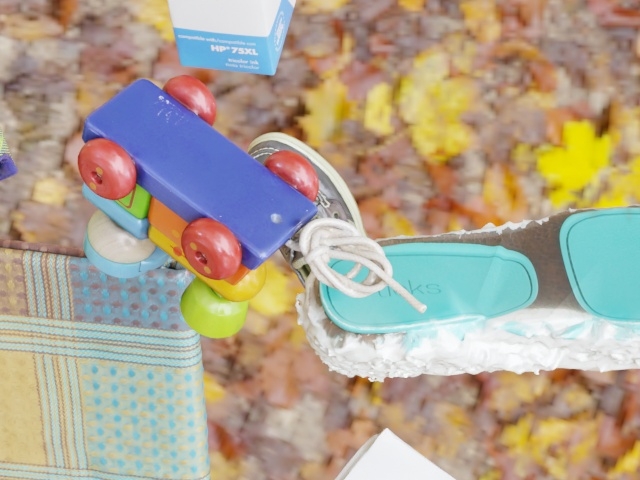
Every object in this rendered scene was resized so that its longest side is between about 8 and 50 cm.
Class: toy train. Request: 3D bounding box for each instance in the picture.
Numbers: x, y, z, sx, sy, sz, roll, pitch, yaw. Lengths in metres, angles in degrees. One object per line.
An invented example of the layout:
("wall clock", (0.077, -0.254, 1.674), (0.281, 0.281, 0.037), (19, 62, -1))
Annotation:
("toy train", (-0.053, 0.016, 1.171), (0.248, 0.143, 0.105), (37, 51, 13))

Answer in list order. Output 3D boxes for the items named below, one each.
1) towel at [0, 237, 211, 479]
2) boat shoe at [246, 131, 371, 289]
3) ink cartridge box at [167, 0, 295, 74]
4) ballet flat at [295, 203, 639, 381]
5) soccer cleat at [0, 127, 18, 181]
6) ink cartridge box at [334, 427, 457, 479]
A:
("towel", (-0.219, 0.158, 1.452), (0.271, 0.040, 0.370), (6, 123, 11))
("boat shoe", (-0.001, 0.001, 1.688), (0.223, 0.080, 0.073), (56, 31, -18))
("ink cartridge box", (-0.065, -0.245, 1.285), (0.231, 0.078, 0.134), (84, 17, -55))
("ballet flat", (0.183, 0.053, 1.469), (0.409, 0.147, 0.147), (-2, 98, -1))
("soccer cleat", (-0.281, 0.009, 1.195), (0.121, 0.093, 0.289), (52, 39, -30))
("ink cartridge box", (0.101, 0.252, 0.755), (0.307, 0.223, 0.129), (35, 64, 15))
